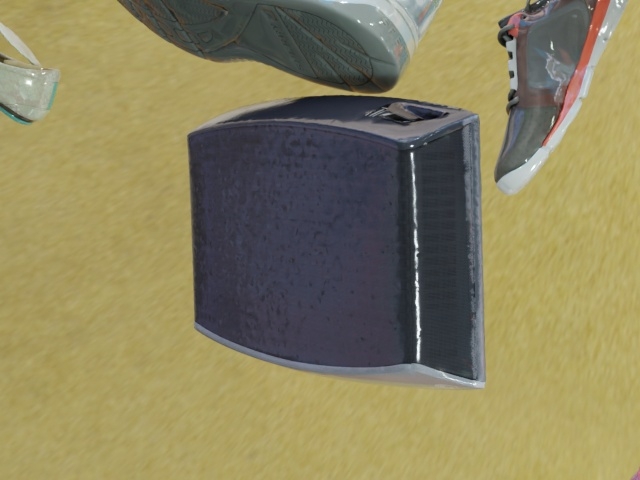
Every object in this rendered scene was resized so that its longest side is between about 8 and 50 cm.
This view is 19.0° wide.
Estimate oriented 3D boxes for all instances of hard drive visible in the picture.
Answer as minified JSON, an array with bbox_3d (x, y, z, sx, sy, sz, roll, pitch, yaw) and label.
[{"bbox_3d":[0.000,0.000,1.142,0.254,0.054,0.172,7,100,55],"label":"hard drive"}]

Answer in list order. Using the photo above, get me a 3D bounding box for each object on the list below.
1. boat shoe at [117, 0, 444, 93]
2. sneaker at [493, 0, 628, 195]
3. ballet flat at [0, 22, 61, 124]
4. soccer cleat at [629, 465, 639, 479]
[{"bbox_3d":[-0.049,-0.187,1.281,0.320,0.118,0.103,20,64,40],"label":"boat shoe"},{"bbox_3d":[0.128,-0.102,1.137,0.065,0.061,0.158,26,76,0],"label":"sneaker"},{"bbox_3d":[-0.258,-0.145,1.389,0.168,0.057,0.052,32,105,8],"label":"ballet flat"},{"bbox_3d":[0.295,0.156,1.447,0.116,0.108,0.318,21,97,42],"label":"soccer cleat"}]
